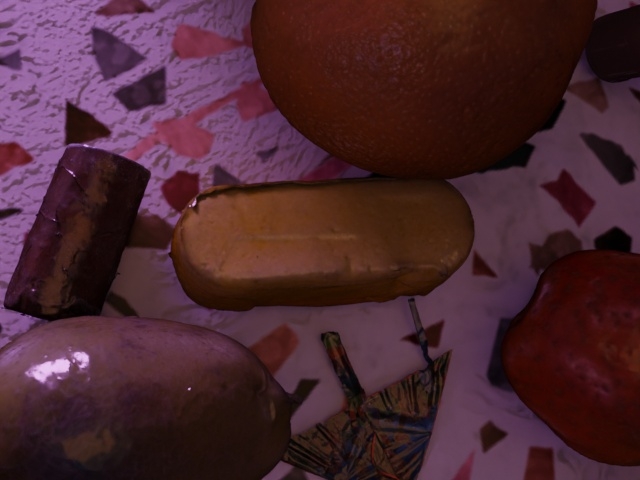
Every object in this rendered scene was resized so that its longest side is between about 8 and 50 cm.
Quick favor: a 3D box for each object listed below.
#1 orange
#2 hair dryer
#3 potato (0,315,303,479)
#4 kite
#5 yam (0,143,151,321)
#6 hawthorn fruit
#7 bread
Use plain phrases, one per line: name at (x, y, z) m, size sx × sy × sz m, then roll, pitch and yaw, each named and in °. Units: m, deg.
orange at (0.074, -0.171, 0.825) m, size 0.264 × 0.264 × 0.264 m, roll 1°, pitch 83°, yaw -10°
hair dryer at (0.337, -0.150, 0.952) m, size 0.182 × 0.117 × 0.064 m, roll 29°, pitch 77°, yaw -26°
potato at (-0.131, 0.132, 0.783) m, size 0.252 × 0.159 × 0.174 m, roll -4°, pitch 44°, yaw -25°
kite at (0.039, 0.148, 0.898) m, size 0.183 × 0.010 × 0.160 m, roll -26°, pitch 92°, yaw -9°
yam at (-0.192, 0.000, 0.842) m, size 0.079 × 0.079 × 0.141 m, roll 19°, pitch 79°, yaw -8°
hawthorn fruit at (0.239, 0.093, 0.863) m, size 0.189 × 0.189 × 0.189 m, roll 1°, pitch 83°, yaw -10°
bread at (0.000, 0.000, 0.869) m, size 0.246 × 0.094 × 0.102 m, roll -5°, pitch 75°, yaw -12°
